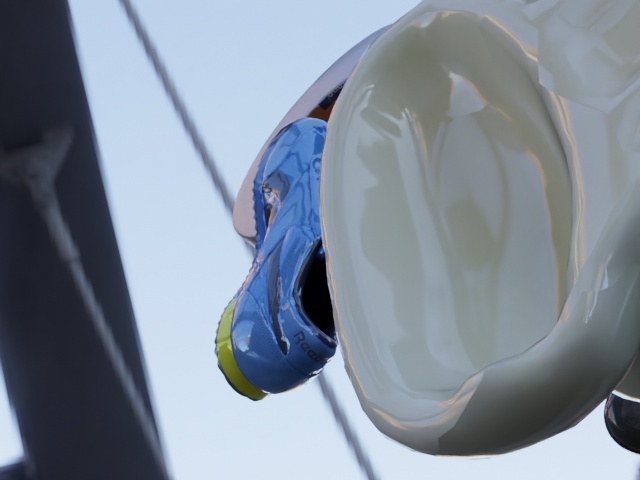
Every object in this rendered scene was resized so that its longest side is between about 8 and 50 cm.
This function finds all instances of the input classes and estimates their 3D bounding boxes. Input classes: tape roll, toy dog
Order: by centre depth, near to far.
[{"bbox_3d":[0.213,0.005,0.535,0.408,0.395,0.284,37,-85,-24],"label":"toy dog"},{"bbox_3d":[0.028,-0.069,1.366,0.072,0.219,0.219,40,-56,-20],"label":"tape roll"}]

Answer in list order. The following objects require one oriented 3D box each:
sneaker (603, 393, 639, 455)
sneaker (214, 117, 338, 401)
[{"bbox_3d":[0.277,0.068,1.004,0.234,0.078,0.106,-16,-22,12],"label":"sneaker"},{"bbox_3d":[0.000,0.000,1.007,0.082,0.209,0.069,-28,-56,36],"label":"sneaker"}]
